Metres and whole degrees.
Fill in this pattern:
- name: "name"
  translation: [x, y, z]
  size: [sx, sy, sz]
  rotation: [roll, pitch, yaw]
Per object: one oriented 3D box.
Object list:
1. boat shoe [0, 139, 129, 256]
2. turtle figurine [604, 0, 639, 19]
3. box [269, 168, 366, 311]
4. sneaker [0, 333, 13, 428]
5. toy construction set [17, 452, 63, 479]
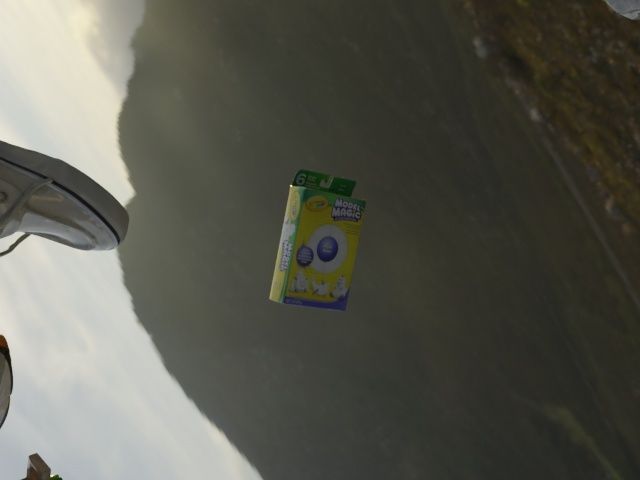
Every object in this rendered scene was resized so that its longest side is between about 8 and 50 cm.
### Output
- name: "boat shoe"
  translation: [-0.394, -0.038, 1.108]
  size: [0.367, 0.136, 0.156]
  rotation: [29, -122, -30]
- name: "turtle figurine"
  translation: [0.281, -0.268, 0.706]
  size: [0.266, 0.274, 0.198]
  rotation: [179, 88, -72]
- name: "box"
  translation: [0.000, 0.000, 1.330]
  size: [0.105, 0.179, 0.043]
  rotation: [9, 180, -34]
- name: "sneaker"
  translation: [-0.451, 0.207, 1.143]
  size: [0.121, 0.262, 0.099]
  rotation: [22, -157, -38]
- name: "toy construction set"
  translation: [-0.500, 0.313, 1.398]
  size: [0.257, 0.237, 0.309]
  rotation: [8, 108, 53]
